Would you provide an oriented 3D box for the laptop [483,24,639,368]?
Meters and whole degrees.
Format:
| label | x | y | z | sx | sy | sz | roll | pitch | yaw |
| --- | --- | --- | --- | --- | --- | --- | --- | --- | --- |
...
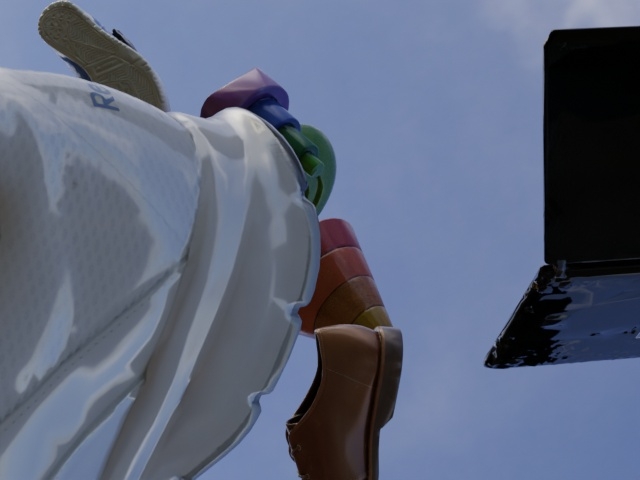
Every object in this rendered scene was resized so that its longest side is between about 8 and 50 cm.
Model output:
| label | x | y | z | sx | sy | sz | roll | pitch | yaw |
| --- | --- | --- | --- | --- | --- | --- | --- | --- | --- |
| laptop | 0.245 | -0.026 | 1.285 | 0.264 | 0.234 | 0.136 | 109 | -25 | -62 |

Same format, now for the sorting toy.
| label | x | y | z | sx | sy | sz | roll | pitch | yaw |
| --- | --- | --- | --- | --- | --- | --- | --- | --- | --- |
| sorting toy | 0.000 | 0.000 | 1.527 | 0.126 | 0.127 | 0.365 | 42 | -15 | 30 |

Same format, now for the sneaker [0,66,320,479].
| label | x | y | z | sx | sy | sz | roll | pitch | yaw |
| --- | --- | --- | --- | --- | --- | --- | --- | --- | --- |
| sneaker | -0.110 | 0.088 | 0.515 | 0.111 | 0.129 | 0.297 | 11 | -98 | 57 |

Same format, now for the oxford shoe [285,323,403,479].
| label | x | y | z | sx | sy | sz | roll | pitch | yaw |
| --- | --- | --- | --- | --- | --- | --- | --- | --- | --- |
| oxford shoe | 0.007 | 0.165 | 1.343 | 0.076 | 0.076 | 0.212 | -173 | -89 | -79 |

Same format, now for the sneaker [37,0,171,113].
| label | x | y | z | sx | sy | sz | roll | pitch | yaw |
| --- | --- | --- | --- | --- | --- | --- | --- | --- | --- |
| sneaker | -0.165 | -0.132 | 1.501 | 0.152 | 0.084 | 0.058 | 43 | -88 | 22 |
